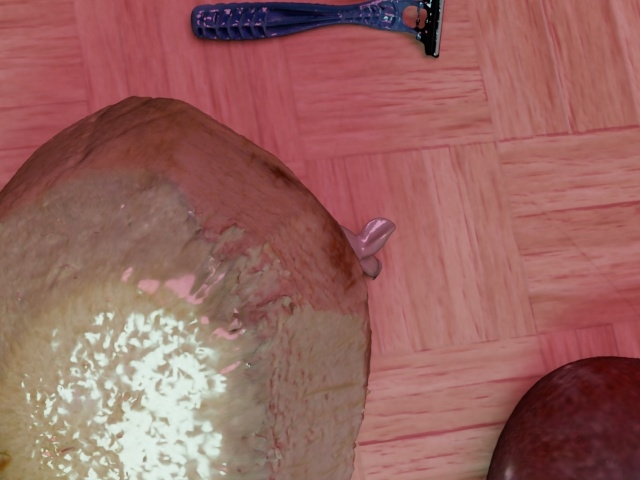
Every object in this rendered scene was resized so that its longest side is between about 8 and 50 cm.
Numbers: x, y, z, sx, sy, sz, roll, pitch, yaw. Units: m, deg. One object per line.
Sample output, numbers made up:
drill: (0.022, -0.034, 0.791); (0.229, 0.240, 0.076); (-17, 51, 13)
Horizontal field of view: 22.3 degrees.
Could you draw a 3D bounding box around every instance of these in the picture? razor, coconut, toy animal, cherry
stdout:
razor: (-0.002, -0.217, 1.597); (0.253, 0.042, 0.082); (-4, 116, -14)
coconut: (-0.127, 0.081, 1.315); (0.344, 0.415, 0.415); (12, 72, 1)
toy animal: (-0.003, 0.004, 1.517); (0.124, 0.071, 0.085); (29, 51, 4)
cherry: (0.266, 0.236, 1.444); (0.236, 0.213, 0.285); (17, 62, -18)
